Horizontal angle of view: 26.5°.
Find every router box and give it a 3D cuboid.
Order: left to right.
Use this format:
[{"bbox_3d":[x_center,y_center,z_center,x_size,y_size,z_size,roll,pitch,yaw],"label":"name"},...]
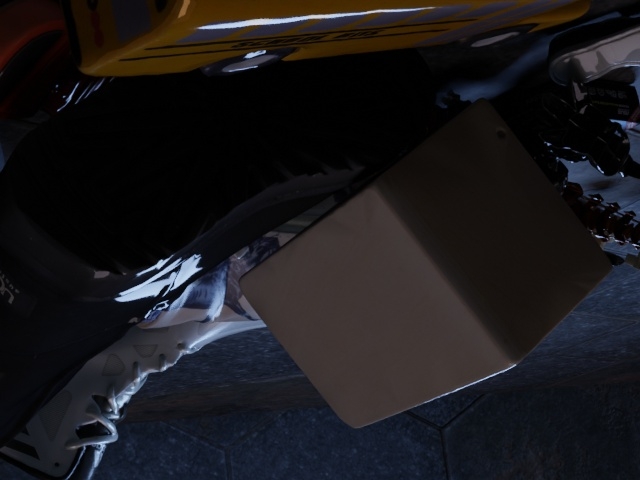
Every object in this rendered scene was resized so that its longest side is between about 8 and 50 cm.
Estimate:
[{"bbox_3d":[0.217,-0.108,1.241,0.092,0.038,0.122,3,163,-34],"label":"router box"}]

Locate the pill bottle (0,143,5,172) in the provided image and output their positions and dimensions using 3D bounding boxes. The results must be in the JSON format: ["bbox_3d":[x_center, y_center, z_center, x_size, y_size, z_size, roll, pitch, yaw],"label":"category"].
[{"bbox_3d":[-0.302,-0.049,0.980,0.146,0.146,0.264,-5,165,-10],"label":"pill bottle"}]

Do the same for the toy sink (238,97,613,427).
[{"bbox_3d":[0.070,0.023,0.991,0.131,0.153,0.234,-39,-179,-32],"label":"toy sink"}]

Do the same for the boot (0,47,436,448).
[{"bbox_3d":[-0.154,0.026,1.000,0.367,0.146,0.445,-27,167,-42],"label":"boot"}]

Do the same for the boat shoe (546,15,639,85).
[{"bbox_3d":[0.239,-0.156,1.062,0.125,0.038,0.046,-16,133,19],"label":"boat shoe"}]

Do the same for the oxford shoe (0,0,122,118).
[{"bbox_3d":[-0.177,-0.134,0.872,0.097,0.098,0.271,-50,172,6],"label":"oxford shoe"}]

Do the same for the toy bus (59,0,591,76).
[{"bbox_3d":[0.027,-0.153,0.663,0.332,0.108,0.130,-12,179,-39],"label":"toy bus"}]

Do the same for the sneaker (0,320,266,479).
[{"bbox_3d":[-0.243,0.180,1.712,0.447,0.258,0.169,-8,166,3],"label":"sneaker"}]

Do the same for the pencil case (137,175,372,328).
[{"bbox_3d":[0.000,0.000,1.315,0.410,0.160,0.183,0,176,-26],"label":"pencil case"}]

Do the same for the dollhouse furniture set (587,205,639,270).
[{"bbox_3d":[0.367,-0.039,1.634,0.151,0.123,0.144,26,-174,33],"label":"dollhouse furniture set"}]

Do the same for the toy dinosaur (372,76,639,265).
[{"bbox_3d":[0.165,-0.057,1.160,0.321,0.164,0.218,-4,-173,-18],"label":"toy dinosaur"}]
